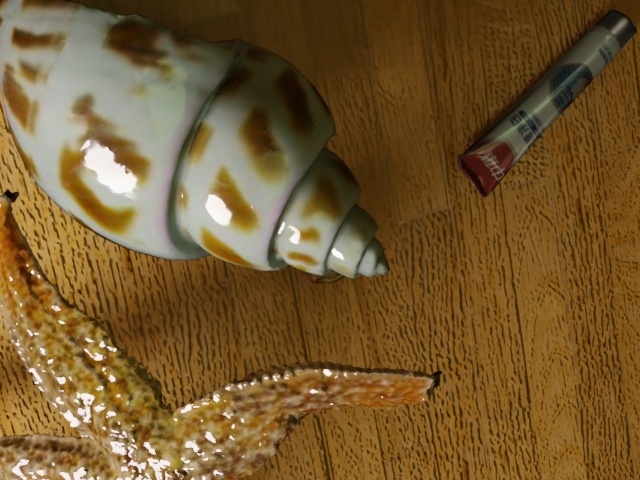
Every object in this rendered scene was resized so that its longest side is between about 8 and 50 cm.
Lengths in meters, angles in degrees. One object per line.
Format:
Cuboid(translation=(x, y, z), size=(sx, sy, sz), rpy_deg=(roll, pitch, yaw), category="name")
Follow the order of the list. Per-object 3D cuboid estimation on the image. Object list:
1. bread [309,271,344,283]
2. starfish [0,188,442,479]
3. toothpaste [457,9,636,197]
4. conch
Cuboid(translation=(0.000, 0.000, 1.397), size=(0.049, 0.033, 0.088), rpy_deg=(-24, 109, -4), category="bread")
Cuboid(translation=(-0.159, 0.160, 1.211), size=(0.384, 0.132, 0.398), rpy_deg=(33, 127, 2), category="starfish")
Cuboid(translation=(0.234, -0.145, 1.476), size=(0.239, 0.039, 0.062), rpy_deg=(-45, 124, -7), category="toothpaste")
Cuboid(translation=(-0.111, -0.085, 1.192), size=(0.368, 0.249, 0.197), rpy_deg=(9, 76, 6), category="conch")
